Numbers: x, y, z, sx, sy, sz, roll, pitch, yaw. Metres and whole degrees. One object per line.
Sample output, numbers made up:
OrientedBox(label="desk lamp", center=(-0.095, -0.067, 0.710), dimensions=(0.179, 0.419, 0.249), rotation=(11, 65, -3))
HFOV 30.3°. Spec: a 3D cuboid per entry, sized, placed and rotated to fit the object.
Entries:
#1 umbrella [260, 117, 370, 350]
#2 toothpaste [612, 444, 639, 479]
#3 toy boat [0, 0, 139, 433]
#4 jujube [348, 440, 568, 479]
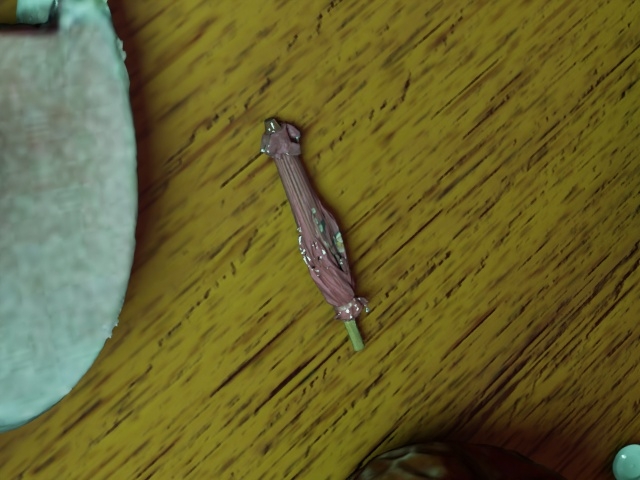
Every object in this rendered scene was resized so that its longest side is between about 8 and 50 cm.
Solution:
OrientedBox(label="umbrella", center=(0.000, 0.000, 0.698), dimensions=(0.027, 0.025, 0.165), rotation=(-23, 118, -1))
OrientedBox(label="toothpaste", center=(0.301, 0.218, 0.975), dimensions=(0.205, 0.036, 0.056), rotation=(36, 82, -41))
OrientedBox(label="toy boat", center=(-0.166, -0.021, 0.555), dimensions=(0.155, 0.085, 0.227), rotation=(-5, 97, -42))
OrientedBox(label="jujube", center=(0.088, 0.244, 0.739), dimensions=(0.213, 0.213, 0.232), rotation=(-1, 111, -34))
